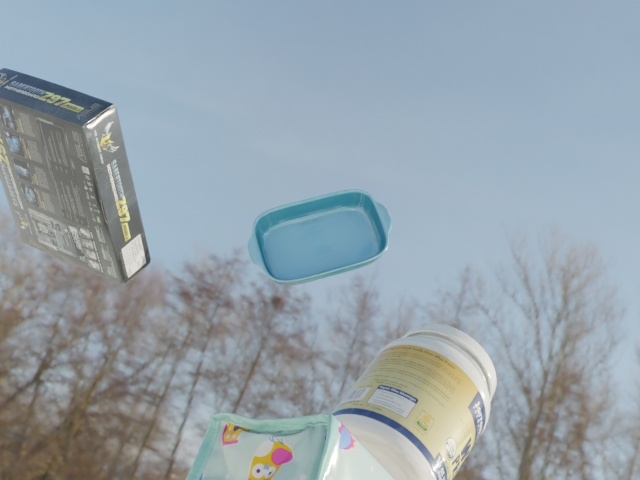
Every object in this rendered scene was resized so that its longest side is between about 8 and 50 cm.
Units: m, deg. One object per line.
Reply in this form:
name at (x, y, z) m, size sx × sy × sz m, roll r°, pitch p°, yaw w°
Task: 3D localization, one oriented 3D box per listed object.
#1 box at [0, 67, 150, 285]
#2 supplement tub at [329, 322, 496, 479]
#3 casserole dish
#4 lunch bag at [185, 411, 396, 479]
box at (-0.304, -0.074, 1.159) m, size 0.183 × 0.059 × 0.233 m, roll 19°, pitch -46°, yaw 27°
supplement tub at (0.151, 0.306, 1.656) m, size 0.228 × 0.316 × 0.228 m, roll 19°, pitch -50°, yaw 24°
casserole dish at (0.000, 0.000, 1.261) m, size 0.188 × 0.114 × 0.037 m, roll -15°, pitch -30°, yaw -7°
lunch bag at (-0.021, 0.294, 0.740) m, size 0.160 × 0.262 × 0.223 m, roll -8°, pitch -44°, yaw 32°
